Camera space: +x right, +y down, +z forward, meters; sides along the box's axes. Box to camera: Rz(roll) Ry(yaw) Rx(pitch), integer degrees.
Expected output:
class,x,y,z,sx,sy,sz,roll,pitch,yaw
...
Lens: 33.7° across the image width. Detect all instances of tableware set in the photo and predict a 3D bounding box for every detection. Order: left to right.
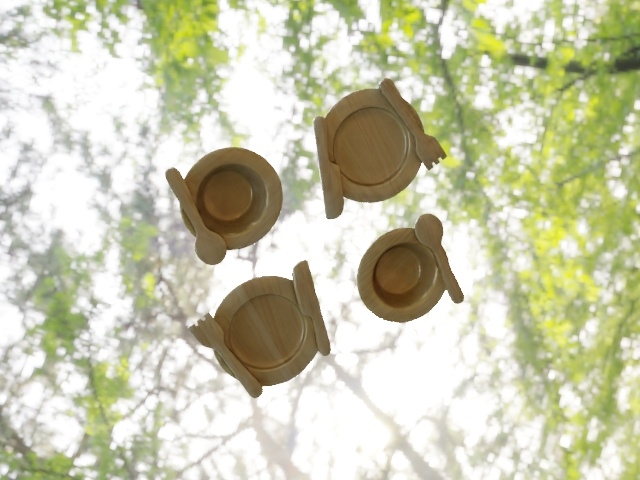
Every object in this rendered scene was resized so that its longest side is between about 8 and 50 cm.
class,x,y,z,sx,sy,sz,roll,pitch,yaw
tableware set,0.000,0.000,0.577,0.169,0.020,0.141,-23,-72,-10
